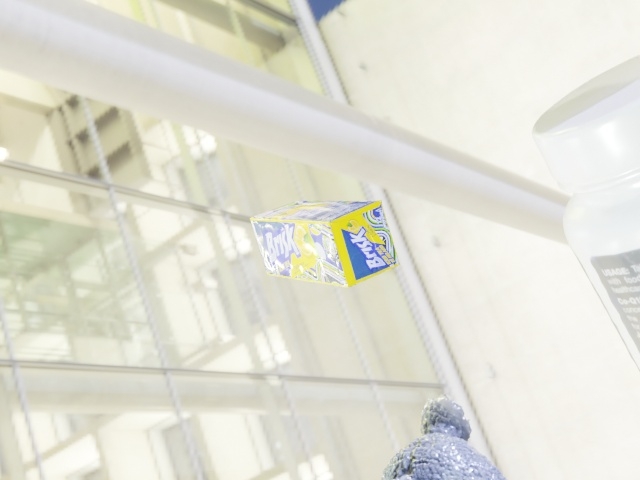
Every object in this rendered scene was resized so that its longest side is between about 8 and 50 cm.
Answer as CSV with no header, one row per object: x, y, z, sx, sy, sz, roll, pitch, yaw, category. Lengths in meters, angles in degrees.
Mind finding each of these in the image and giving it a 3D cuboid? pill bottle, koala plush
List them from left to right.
0.121,0.260,0.988,0.203,0.196,0.221,-17,-69,37,koala plush
0.351,0.015,1.052,0.204,0.204,0.361,-24,-76,30,pill bottle

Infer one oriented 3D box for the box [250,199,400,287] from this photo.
0.000,0.000,0.992,0.169,0.054,0.059,5,-66,65,box
